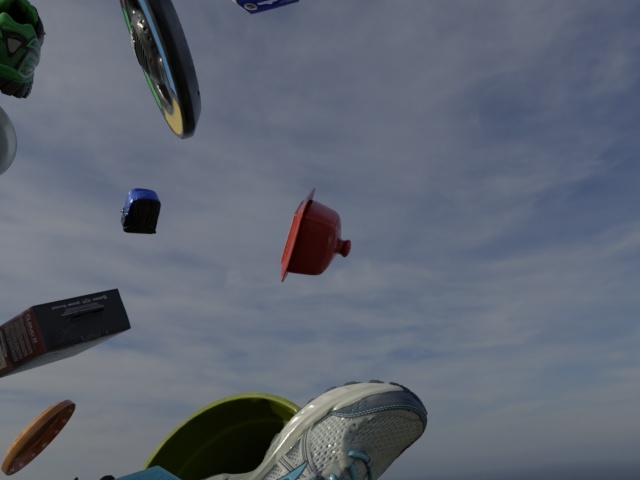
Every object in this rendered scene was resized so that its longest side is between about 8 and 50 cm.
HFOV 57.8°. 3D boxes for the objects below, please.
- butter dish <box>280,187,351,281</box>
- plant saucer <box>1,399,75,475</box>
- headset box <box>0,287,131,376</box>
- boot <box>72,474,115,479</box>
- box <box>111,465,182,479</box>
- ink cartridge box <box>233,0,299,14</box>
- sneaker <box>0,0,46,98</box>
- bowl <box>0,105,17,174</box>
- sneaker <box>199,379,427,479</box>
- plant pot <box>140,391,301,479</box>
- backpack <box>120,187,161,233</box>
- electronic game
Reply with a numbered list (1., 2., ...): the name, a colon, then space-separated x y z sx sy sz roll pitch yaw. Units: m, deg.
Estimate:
1. butter dish: 0.000 0.000 1.088 0.118 0.159 0.160 18 18 0
2. plant saucer: -0.274 0.188 0.562 0.013 0.083 0.083 39 -26 4
3. headset box: -0.608 0.212 1.351 0.293 0.110 0.218 -25 -8 35
4. boot: -0.557 0.596 1.377 0.099 0.121 0.045 19 -21 31
5. box: -0.233 0.286 0.507 0.060 0.100 0.244 9 3 39
6. ink cartridge box: -0.238 -0.753 1.604 0.176 0.371 0.069 -31 -26 -33
7. sneaker: -0.572 -0.396 1.089 0.134 0.343 0.146 17 -65 -39
8. bowl: -0.872 -0.230 1.321 0.134 0.297 0.298 -30 -32 36
9. sneaker: -0.014 0.237 0.497 0.283 0.122 0.110 -34 -63 -6
10. plant pot: -0.087 0.515 1.003 0.367 0.366 0.353 -13 -47 19
11. backpack: -0.507 -0.090 1.625 0.098 0.101 0.120 -1 -49 -35
12. electronic game: -0.202 -0.234 0.703 0.048 0.229 0.229 -23 -17 -17
